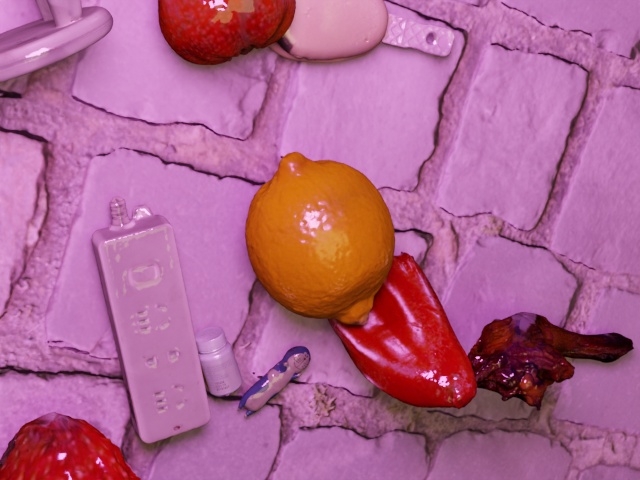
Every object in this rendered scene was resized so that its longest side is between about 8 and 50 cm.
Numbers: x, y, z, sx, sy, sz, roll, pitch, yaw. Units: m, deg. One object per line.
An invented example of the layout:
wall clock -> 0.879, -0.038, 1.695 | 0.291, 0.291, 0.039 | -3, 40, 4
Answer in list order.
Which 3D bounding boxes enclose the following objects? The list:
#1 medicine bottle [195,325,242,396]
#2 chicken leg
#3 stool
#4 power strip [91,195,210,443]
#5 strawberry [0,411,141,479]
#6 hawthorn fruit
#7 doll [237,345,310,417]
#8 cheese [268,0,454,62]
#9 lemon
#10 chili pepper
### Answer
medicine bottle -> -0.134, 0.157, 1.542 | 0.047, 0.047, 0.083 | -23, 113, -14
chicken leg -> 0.309, 0.151, 1.653 | 0.407, 0.158, 0.095 | -1, 106, -54
stool -> -0.342, -0.277, 1.235 | 0.195, 0.195, 0.198 | -26, 113, -12
power strip -> -0.213, 0.103, 1.487 | 0.098, 0.058, 0.338 | -16, 112, -17
strawberry -> -0.319, 0.401, 1.421 | 0.292, 0.292, 0.310 | -28, 122, -12
hawthorn fruit -> -0.121, -0.307, 1.353 | 0.163, 0.162, 0.203 | -22, 99, -15
doll -> -0.062, 0.189, 1.594 | 0.125, 0.027, 0.037 | -44, 125, -4
cheese -> 0.056, -0.269, 1.479 | 0.252, 0.054, 0.127 | 9, 103, -25
lemon -> 0.000, 0.000, 1.472 | 0.187, 0.187, 0.244 | -30, 117, -11
chili pepper -> 0.105, 0.132, 1.525 | 0.144, 0.252, 0.136 | 6, 122, -29
